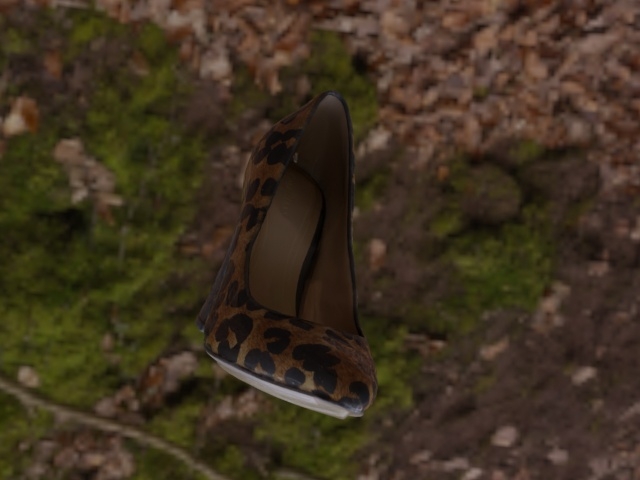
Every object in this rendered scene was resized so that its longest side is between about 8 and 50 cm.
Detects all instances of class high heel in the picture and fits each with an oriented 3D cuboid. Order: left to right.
[{"bbox_3d":[0.000,0.000,0.874,0.093,0.186,0.261,24,-177,-24],"label":"high heel"}]
